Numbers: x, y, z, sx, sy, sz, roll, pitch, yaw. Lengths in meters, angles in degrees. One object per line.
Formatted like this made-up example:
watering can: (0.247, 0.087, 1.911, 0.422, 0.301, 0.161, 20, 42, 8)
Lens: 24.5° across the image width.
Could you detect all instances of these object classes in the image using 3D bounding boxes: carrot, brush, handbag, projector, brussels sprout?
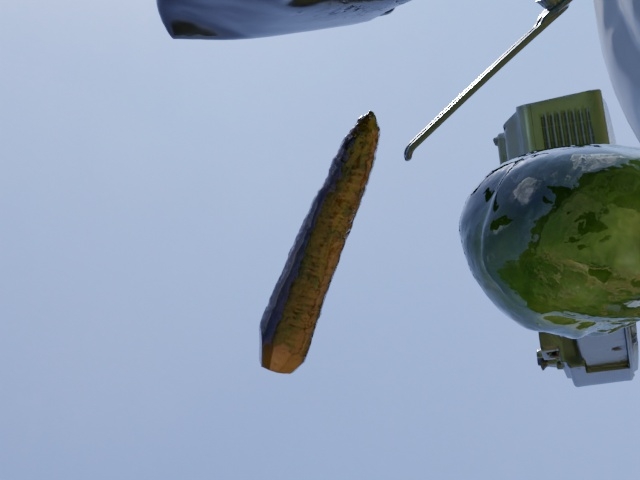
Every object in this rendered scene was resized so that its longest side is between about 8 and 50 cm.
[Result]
carrot: (0.000, 0.000, 1.668, 0.066, 0.066, 0.314, 13, -79, -44)
brush: (0.176, -0.182, 1.519, 0.266, 0.062, 0.027, -44, -83, -2)
handbag: (0.010, -0.305, 1.573, 0.342, 0.288, 0.152, -14, -81, -30)
projector: (0.191, -0.008, 1.123, 0.269, 0.088, 0.193, 57, -153, -66)
brussels sprout: (0.157, 0.000, 0.871, 0.155, 0.155, 0.117, 16, -100, -44)

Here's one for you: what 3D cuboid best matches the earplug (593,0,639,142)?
earplug: (0.189, -0.092, 0.272, 0.175, 0.325, 0.214, 19, -102, -48)
